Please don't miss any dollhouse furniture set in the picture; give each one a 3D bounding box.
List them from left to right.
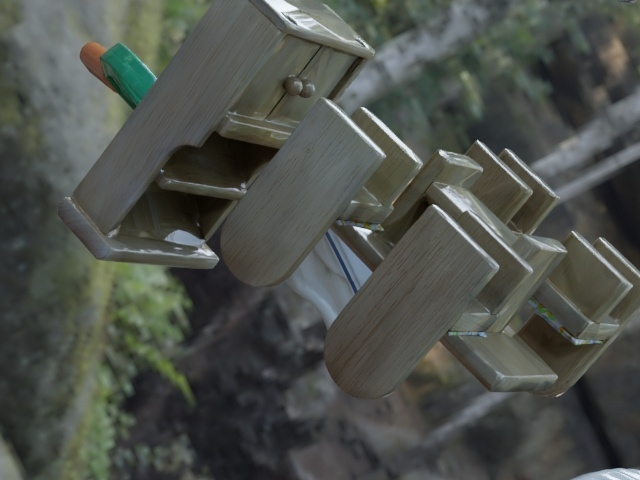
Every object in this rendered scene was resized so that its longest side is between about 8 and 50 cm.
[{"bbox_3d":[0.009,0.007,0.944,0.242,0.161,0.212,46,18,24],"label":"dollhouse furniture set"}]

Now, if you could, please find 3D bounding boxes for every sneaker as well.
[{"bbox_3d":[0.000,0.000,1.616,0.094,0.091,0.258,-63,131,-70],"label":"sneaker"}]

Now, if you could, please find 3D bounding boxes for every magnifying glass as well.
[{"bbox_3d":[-0.147,-0.121,1.407,0.092,0.026,0.231,53,-8,-24],"label":"magnifying glass"}]

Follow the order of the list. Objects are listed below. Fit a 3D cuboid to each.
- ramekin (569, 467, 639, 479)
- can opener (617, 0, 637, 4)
[{"bbox_3d":[0.192,0.247,1.186,0.109,0.207,0.207,33,-14,47],"label":"ramekin"},{"bbox_3d":[0.338,-0.281,1.473,0.095,0.283,0.076,43,-13,-15],"label":"can opener"}]
